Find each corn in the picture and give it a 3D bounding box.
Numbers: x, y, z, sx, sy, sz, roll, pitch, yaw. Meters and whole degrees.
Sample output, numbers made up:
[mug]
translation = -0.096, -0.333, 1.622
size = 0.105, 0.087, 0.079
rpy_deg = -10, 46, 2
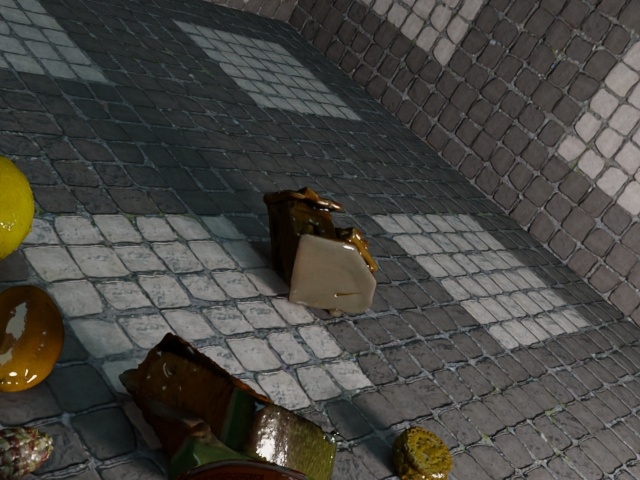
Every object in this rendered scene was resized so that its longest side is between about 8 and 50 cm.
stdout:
[corn]
translation = -0.393, 0.244, 0.841
size = 0.079, 0.079, 0.237
rpy_deg = 43, 25, 23

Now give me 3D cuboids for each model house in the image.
[model house]
translation = 0.001, 0.001, 1.555
size = 0.199, 0.219, 0.229
rpy_deg = 4, 44, -24

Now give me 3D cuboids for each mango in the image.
[mango]
translation = -0.390, 0.133, 1.040
size = 0.105, 0.084, 0.159
rpy_deg = 35, 41, -31

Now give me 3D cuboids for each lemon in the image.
[lemon]
translation = -0.498, -0.050, 1.140
size = 0.173, 0.173, 0.206
rpy_deg = 31, 36, 0

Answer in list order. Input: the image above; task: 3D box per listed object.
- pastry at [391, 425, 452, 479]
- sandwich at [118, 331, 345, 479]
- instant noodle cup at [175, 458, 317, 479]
[pastry]
translation = 0.162, 0.348, 1.281
size = 0.109, 0.057, 0.097
rpy_deg = 27, 27, -6
[sandwich]
translation = -0.142, 0.243, 1.039
size = 0.301, 0.162, 0.250
rpy_deg = 24, -14, 25
[instant noodle cup]
translation = -0.080, 0.370, 0.782
size = 0.250, 0.250, 0.192
rpy_deg = 30, 33, -2
